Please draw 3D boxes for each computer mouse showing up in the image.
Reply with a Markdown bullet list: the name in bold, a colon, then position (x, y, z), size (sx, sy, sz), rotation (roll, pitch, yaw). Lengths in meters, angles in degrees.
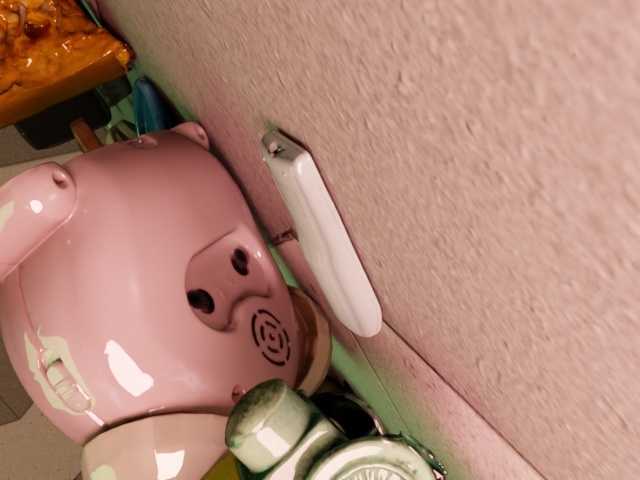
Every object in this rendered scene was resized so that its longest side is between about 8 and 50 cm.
- **computer mouse**: position (-0.310, -0.129, 1.275), size (0.145, 0.082, 0.236), rotation (53, 169, 13)

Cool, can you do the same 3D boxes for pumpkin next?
- **pumpkin**: position (-0.390, -0.288, 0.860), size (0.256, 0.226, 0.303), rotation (35, 151, 49)

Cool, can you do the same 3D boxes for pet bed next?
- **pet bed**: position (-0.600, -0.329, 1.599), size (0.159, 0.211, 0.183), rotation (61, 173, 25)

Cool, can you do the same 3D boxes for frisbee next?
- **frisbee**: position (-0.204, -0.097, 0.942), size (0.242, 0.045, 0.242), rotation (165, 90, -72)

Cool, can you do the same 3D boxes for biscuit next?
- **biscuit**: position (-0.351, -0.073, 1.287), size (0.333, 0.047, 0.202), rotation (51, 170, 19)

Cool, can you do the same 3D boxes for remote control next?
- **remote control**: position (0.000, 0.000, 0.502), size (0.061, 0.029, 0.162), rotation (37, 158, 54)

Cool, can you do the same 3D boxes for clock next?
- **clock**: position (-0.383, -0.321, 1.134), size (0.226, 0.049, 0.226), rotation (53, 169, 14)
- **clock**: position (-0.140, 0.070, 0.678), size (0.325, 0.184, 0.342), rotation (60, -149, -5)

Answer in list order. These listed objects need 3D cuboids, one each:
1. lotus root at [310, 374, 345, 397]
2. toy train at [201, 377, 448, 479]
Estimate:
- **lotus root**: position (-0.022, 0.279, 1.004), size (0.193, 0.193, 0.291), rotation (61, 168, -24)
- **toy train**: position (0.037, 0.289, 0.508), size (0.397, 0.253, 0.160), rotation (47, 172, -12)
